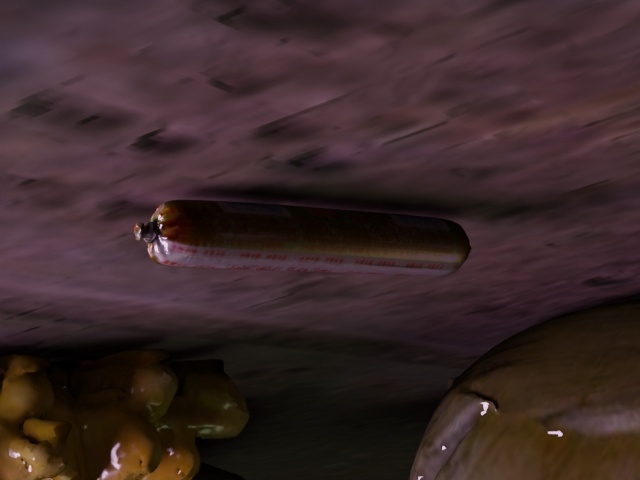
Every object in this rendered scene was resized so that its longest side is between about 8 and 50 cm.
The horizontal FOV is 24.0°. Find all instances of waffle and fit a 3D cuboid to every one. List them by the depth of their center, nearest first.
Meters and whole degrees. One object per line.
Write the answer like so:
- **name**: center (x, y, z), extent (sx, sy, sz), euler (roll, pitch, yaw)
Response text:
- **waffle**: center (-0.157, 0.082, 0.469), extent (0.232, 0.051, 0.229), euler (3, 161, -41)

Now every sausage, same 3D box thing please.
- **sausage**: center (0.000, 0.000, 0.333), extent (0.100, 0.015, 0.015), euler (2, 161, -44)

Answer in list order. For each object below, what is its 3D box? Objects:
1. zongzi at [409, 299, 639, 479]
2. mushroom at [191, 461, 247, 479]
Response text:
- **zongzi**: center (0.182, 0.032, 0.402), extent (0.356, 0.393, 0.174), euler (21, -143, 36)
- **mushroom**: center (-0.136, 0.228, 0.710), extent (0.397, 0.224, 0.314), euler (-18, 162, 23)
